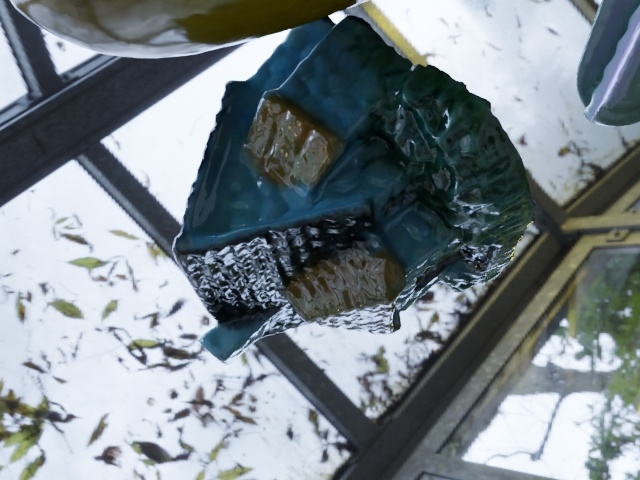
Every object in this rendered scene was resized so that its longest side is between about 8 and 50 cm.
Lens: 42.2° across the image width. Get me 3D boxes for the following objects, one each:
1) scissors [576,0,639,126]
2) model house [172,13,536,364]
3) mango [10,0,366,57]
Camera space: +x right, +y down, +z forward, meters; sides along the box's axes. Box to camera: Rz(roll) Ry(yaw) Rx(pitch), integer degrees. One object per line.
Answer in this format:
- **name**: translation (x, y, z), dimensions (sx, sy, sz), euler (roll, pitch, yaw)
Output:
- **scissors**: translation (0.152, -0.155, 0.272), dimensions (0.125, 0.030, 0.256), euler (21, -70, -7)
- **model house**: translation (0.000, 0.000, 0.655), dimensions (0.241, 0.261, 0.226), euler (-43, -110, -13)
- **mango**: translation (0.009, -0.252, 0.490), dimensions (0.445, 0.301, 0.220), euler (-34, -86, 4)
